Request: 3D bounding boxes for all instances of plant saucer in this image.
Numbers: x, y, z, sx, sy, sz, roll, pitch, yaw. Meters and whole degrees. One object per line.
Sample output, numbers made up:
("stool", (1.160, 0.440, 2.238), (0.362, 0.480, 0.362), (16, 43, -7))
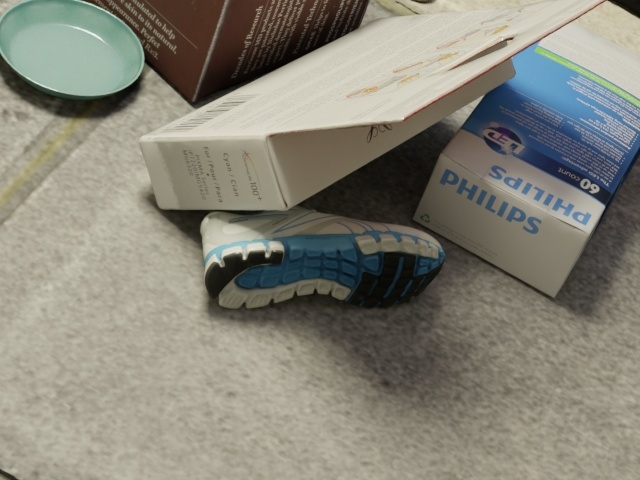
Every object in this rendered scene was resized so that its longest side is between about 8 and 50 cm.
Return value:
("plant saucer", (-0.200, -0.148, 1.409), (0.119, 0.021, 0.119), (12, 44, -12))

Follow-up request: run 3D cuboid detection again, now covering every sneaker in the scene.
("sneaker", (0.000, 0.000, 1.311), (0.190, 0.071, 0.083), (2, 40, -22))

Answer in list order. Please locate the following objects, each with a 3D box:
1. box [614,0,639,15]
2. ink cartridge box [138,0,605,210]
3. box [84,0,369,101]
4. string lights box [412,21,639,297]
("box", (0.307, -0.373, 1.824), (0.257, 0.079, 0.322), (34, 43, 10))
("ink cartridge box", (0.055, -0.106, 1.331), (0.261, 0.066, 0.296), (0, 23, 43))
("box", (-0.067, -0.251, 1.465), (0.203, 0.167, 0.168), (-27, 62, -40))
("string lights box", (0.191, -0.079, 1.468), (0.133, 0.077, 0.260), (30, 42, 8))
